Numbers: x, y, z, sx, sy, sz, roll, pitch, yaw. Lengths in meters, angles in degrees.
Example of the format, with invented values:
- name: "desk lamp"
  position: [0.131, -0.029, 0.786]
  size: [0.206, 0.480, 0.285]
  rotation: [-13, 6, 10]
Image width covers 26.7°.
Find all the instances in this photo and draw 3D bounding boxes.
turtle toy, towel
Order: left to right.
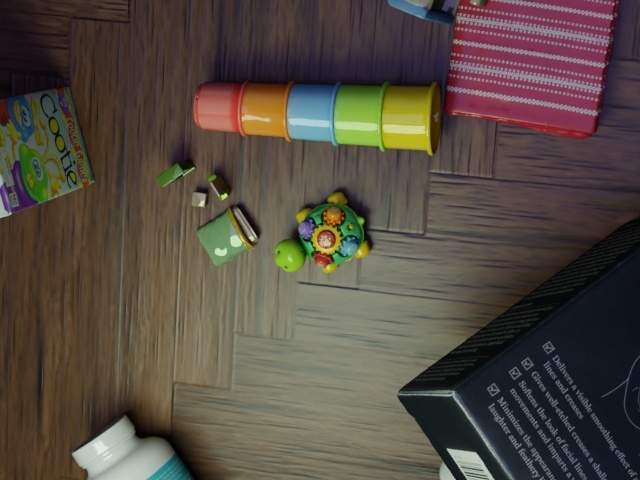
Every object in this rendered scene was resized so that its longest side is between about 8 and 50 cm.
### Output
- name: "turtle toy"
  position: [0.000, 0.000, 1.778]
  size: [0.130, 0.066, 0.095]
  rotation: [-26, 95, 15]
- name: "towel"
  position: [0.269, -0.274, 1.688]
  size: [0.198, 0.031, 0.275]
  rotation: [10, 101, 12]

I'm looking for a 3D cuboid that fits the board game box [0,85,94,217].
- name: "board game box"
  position: [-0.420, -0.107, 1.735]
  size: [0.142, 0.275, 0.144]
  rotation: [-13, 98, 14]

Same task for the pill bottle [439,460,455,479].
- name: "pill bottle"
  position: [0.231, 0.286, 1.758]
  size: [0.124, 0.124, 0.221]
  rotation: [27, 106, 5]

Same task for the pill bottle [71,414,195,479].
- name: "pill bottle"
  position: [-0.231, 0.374, 1.859]
  size: [0.146, 0.146, 0.264]
  rotation: [-33, 93, 16]

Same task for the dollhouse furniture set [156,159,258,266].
- name: "dollhouse furniture set"
  position: [-0.153, -0.037, 1.806]
  size: [0.076, 0.058, 0.152]
  rotation: [-32, 93, 16]

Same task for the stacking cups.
- name: "stacking cups"
  position: [-0.007, -0.160, 1.733]
  size: [0.316, 0.096, 0.096]
  rotation: [2, 101, 11]

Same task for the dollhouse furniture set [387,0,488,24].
- name: "dollhouse furniture set"
  position: [0.115, -0.416, 1.537]
  size: [0.198, 0.303, 0.286]
  rotation: [25, 105, 14]

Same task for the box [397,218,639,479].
- name: "box"
  position: [0.346, 0.185, 1.584]
  size: [0.395, 0.212, 0.293]
  rotation: [-34, 93, -15]
